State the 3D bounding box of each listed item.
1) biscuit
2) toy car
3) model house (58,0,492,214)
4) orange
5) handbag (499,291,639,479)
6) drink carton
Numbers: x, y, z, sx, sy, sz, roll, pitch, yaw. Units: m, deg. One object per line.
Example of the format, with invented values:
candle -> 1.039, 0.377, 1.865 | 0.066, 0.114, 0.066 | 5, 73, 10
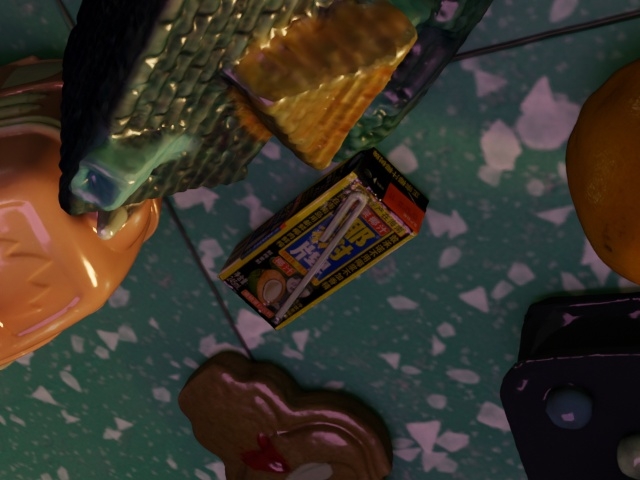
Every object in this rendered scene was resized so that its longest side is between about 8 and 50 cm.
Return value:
biscuit -> -0.001, 0.228, 1.066 | 0.183, 0.047, 0.320 | -12, 121, 33
toy car -> -0.214, -0.032, 0.829 | 0.212, 0.270, 0.180 | -19, 117, 11
model house -> -0.035, -0.132, 0.676 | 0.226, 0.241, 0.261 | 33, 130, -1
orange -> 0.222, -0.047, 0.698 | 0.136, 0.159, 0.159 | 43, 140, 33
handbag -> 0.315, 0.164, 0.842 | 0.326, 0.118, 0.269 | -5, 124, 28
drink carton -> 0.000, 0.000, 0.881 | 0.071, 0.056, 0.166 | 41, 129, -15
